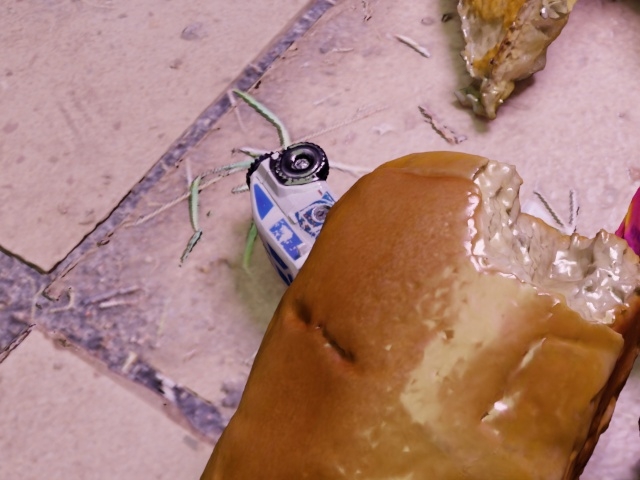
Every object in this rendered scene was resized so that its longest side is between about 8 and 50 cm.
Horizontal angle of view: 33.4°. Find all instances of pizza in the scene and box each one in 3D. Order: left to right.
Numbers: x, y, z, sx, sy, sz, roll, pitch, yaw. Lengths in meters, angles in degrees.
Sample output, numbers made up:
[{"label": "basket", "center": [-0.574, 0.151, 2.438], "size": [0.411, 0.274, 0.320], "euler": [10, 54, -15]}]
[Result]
[{"label": "pizza", "center": [0.165, -0.230, 0.862], "size": [0.280, 0.075, 0.288], "euler": [6, 79, 63]}]

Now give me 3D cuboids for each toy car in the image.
[{"label": "toy car", "center": [0.000, 0.000, 0.750], "size": [0.070, 0.080, 0.171], "euler": [-31, 54, -10]}]

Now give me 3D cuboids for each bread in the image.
[{"label": "bread", "center": [0.038, 0.118, 0.563], "size": [0.195, 0.149, 0.344], "euler": [17, 76, 29]}]

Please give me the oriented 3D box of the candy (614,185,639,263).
[{"label": "candy", "center": [0.146, 0.060, 0.675], "size": [0.365, 0.124, 0.124], "euler": [-29, 52, 2]}]

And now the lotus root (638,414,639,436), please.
[{"label": "lotus root", "center": [0.275, 0.122, 0.595], "size": [0.190, 0.094, 0.108], "euler": [19, 99, 12]}]
